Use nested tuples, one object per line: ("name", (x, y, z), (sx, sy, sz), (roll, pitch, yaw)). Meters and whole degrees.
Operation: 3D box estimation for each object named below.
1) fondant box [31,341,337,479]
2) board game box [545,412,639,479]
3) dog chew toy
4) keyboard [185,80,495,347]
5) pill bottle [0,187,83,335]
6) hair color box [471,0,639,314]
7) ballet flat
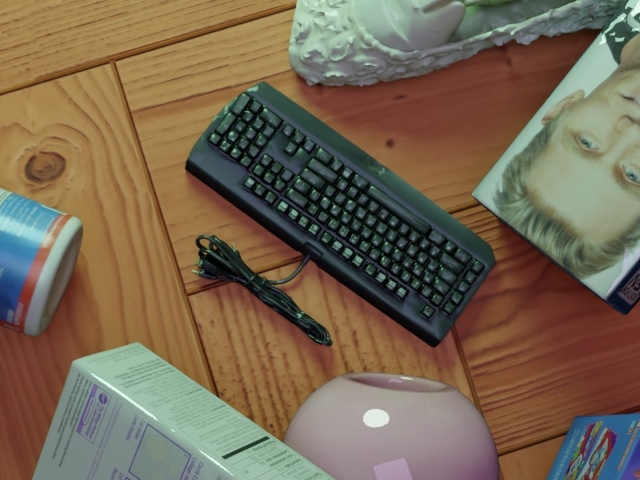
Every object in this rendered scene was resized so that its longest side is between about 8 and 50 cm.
("fondant box", (-0.110, 0.278, 1.172), (0.330, 0.096, 0.238), (32, 112, 25))
("board game box", (0.227, 0.330, 1.210), (0.078, 0.233, 0.347), (27, 81, -1))
("dog chew toy", (0.055, 0.295, 1.239), (0.207, 0.206, 0.331), (6, 93, -3))
("keyboard", (0.000, 0.000, 1.333), (0.317, 0.033, 0.201), (35, 85, 0))
("pill bottle", (-0.350, -0.001, 1.264), (0.222, 0.124, 0.124), (20, 85, -1))
("hair color box", (0.326, -0.118, 1.265), (0.174, 0.105, 0.347), (40, 96, 25))
("ballet flat", (0.161, -0.258, 1.309), (0.409, 0.147, 0.146), (-15, 88, -4))
